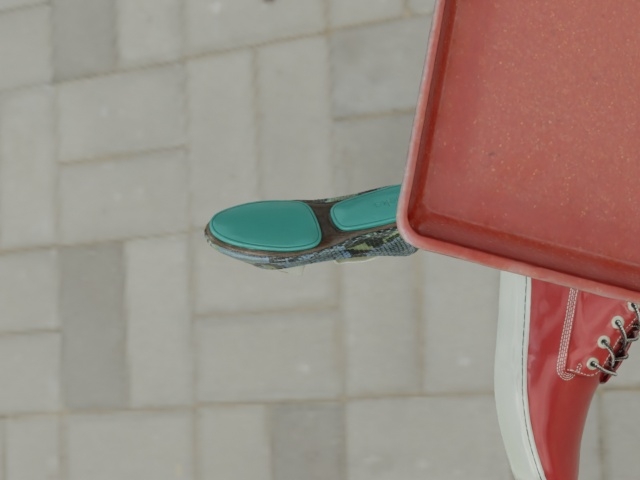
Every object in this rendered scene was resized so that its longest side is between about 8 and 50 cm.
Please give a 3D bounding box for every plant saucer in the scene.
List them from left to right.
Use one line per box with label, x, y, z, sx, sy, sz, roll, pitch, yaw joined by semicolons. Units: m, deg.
plant saucer;0.164;-0.093;0.838;0.047;0.258;0.259;166;117;-69

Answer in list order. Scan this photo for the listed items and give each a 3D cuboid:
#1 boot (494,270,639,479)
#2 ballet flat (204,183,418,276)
boot;0.224;0.071;1.325;0.176;0.088;0.244;-2;81;23
ballet flat;0.000;0.000;1.447;0.188;0.070;0.070;-6;79;-8
